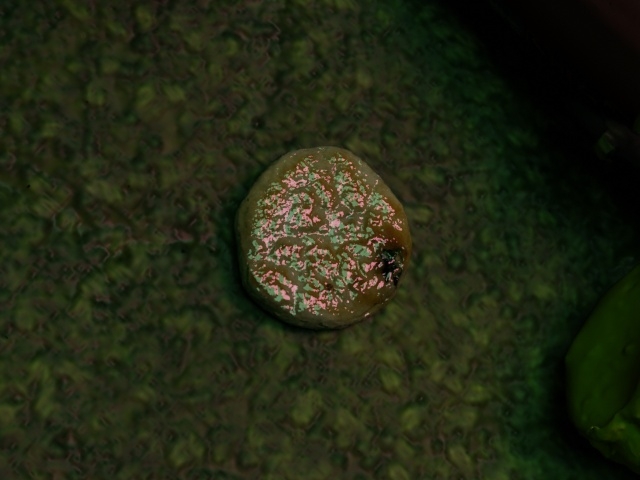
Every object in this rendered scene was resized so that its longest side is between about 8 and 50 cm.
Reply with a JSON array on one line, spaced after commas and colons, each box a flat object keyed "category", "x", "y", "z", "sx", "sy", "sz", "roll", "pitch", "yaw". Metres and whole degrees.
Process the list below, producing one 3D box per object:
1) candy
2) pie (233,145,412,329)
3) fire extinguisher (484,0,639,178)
[{"category": "candy", "x": 0.210, "y": 0.081, "z": 0.662, "sx": 0.209, "sy": 0.097, "sz": 0.097, "roll": 23, "pitch": 67, "yaw": -13}, {"category": "pie", "x": 0.000, "y": 0.000, "z": 0.657, "sx": 0.085, "sy": 0.017, "sz": 0.085, "roll": 5, "pitch": 73, "yaw": -18}, {"category": "fire extinguisher", "x": 0.128, "y": -0.103, "z": 0.663, "sx": 0.341, "sy": 0.105, "sz": 0.141, "roll": 45, "pitch": 35, "yaw": 16}]
